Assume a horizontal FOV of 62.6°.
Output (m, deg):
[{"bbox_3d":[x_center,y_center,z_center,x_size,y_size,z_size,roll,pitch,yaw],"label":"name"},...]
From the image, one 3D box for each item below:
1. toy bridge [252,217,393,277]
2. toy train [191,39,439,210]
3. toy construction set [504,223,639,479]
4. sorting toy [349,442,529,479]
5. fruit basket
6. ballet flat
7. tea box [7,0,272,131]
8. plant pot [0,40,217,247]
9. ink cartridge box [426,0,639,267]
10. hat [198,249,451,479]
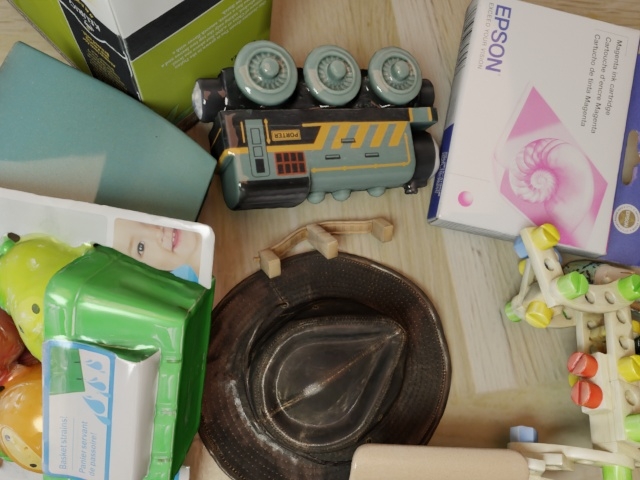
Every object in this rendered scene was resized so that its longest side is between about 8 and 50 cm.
[{"bbox_3d":[0.000,0.000,0.680,0.188,0.026,0.063,-16,33,-25],"label":"toy bridge"},{"bbox_3d":[0.006,-0.142,0.685,0.333,0.142,0.191,-6,86,-22],"label":"toy train"},{"bbox_3d":[0.308,0.160,0.634,0.214,0.151,0.328,21,74,-15],"label":"toy construction set"},{"bbox_3d":[0.113,0.316,0.575,0.192,0.038,0.209,5,104,-8],"label":"sorting toy"},{"bbox_3d":[-0.287,0.111,0.494,0.352,0.165,0.327,9,107,-5],"label":"fruit basket"},{"bbox_3d":[0.436,0.069,0.733,0.188,0.070,0.070,19,70,-3],"label":"ballet flat"},{"bbox_3d":[-0.240,-0.343,0.610,0.329,0.323,0.220,44,71,5],"label":"tea box"},{"bbox_3d":[-0.251,-0.075,0.611,0.234,0.165,0.166,20,70,-11],"label":"plant pot"},{"bbox_3d":[0.341,-0.150,0.739,0.329,0.071,0.325,11,85,-2],"label":"ink cartridge box"},{"bbox_3d":[0.014,0.143,0.600,0.331,0.134,0.332,3,71,-8],"label":"hat"}]
